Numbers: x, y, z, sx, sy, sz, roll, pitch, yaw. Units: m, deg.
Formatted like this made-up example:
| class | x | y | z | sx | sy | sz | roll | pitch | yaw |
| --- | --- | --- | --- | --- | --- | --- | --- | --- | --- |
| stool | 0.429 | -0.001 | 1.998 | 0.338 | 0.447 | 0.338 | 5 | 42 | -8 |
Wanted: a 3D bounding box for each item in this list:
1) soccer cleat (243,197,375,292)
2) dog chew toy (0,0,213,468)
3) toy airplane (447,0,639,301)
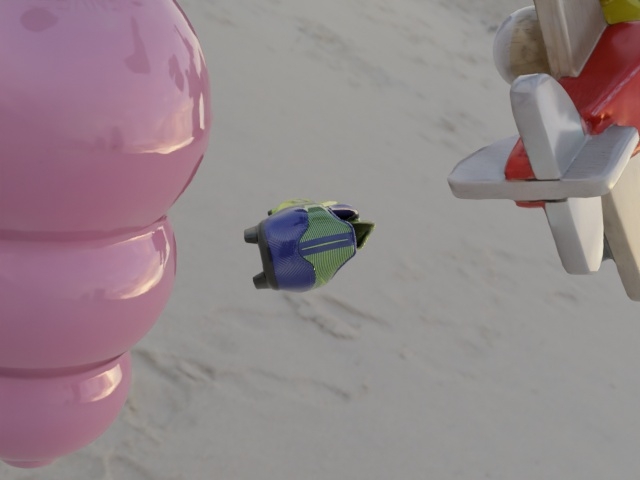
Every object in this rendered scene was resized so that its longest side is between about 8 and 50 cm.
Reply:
| class | x | y | z | sx | sy | sz | roll | pitch | yaw |
| --- | --- | --- | --- | --- | --- | --- | --- | --- | --- |
| soccer cleat | 0.000 | 0.001 | 1.184 | 0.289 | 0.121 | 0.093 | -44 | 123 | -83 |
| dog chew toy | -0.178 | -0.009 | 0.723 | 0.207 | 0.331 | 0.206 | 7 | 21 | -3 |
| toy airplane | 0.250 | -0.148 | 1.066 | 0.384 | 0.386 | 0.272 | 11 | 7 | -38 |
